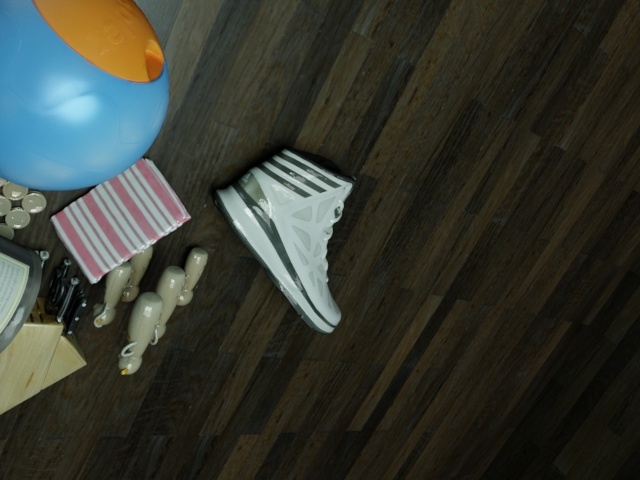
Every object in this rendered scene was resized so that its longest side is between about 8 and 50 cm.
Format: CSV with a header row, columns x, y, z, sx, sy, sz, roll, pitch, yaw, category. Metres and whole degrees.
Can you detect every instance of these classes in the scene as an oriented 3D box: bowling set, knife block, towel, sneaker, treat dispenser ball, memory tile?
x,y,z,sx,sy,sz,roll,pitch,yaw,category
-0.343,0.089,1.090,0.200,0.287,0.154,26,111,4,bowling set
-0.527,0.153,1.039,0.276,0.088,0.242,-30,132,-13,knife block
-0.334,-0.035,1.010,0.197,0.144,0.029,-35,162,-8,towel
0.000,0.000,1.234,0.258,0.169,0.447,-37,131,-5,sneaker
-0.343,-0.207,0.774,0.288,0.288,0.288,-18,129,-24,treat dispenser ball
-0.521,-0.065,0.943,0.113,0.012,0.148,-45,134,0,memory tile

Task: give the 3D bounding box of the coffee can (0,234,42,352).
x,y,z,sx,sy,sz,roll,pitch,yaw,category
-0.573,0.041,0.841,0.201,0.201,0.275,-47,137,2,coffee can
